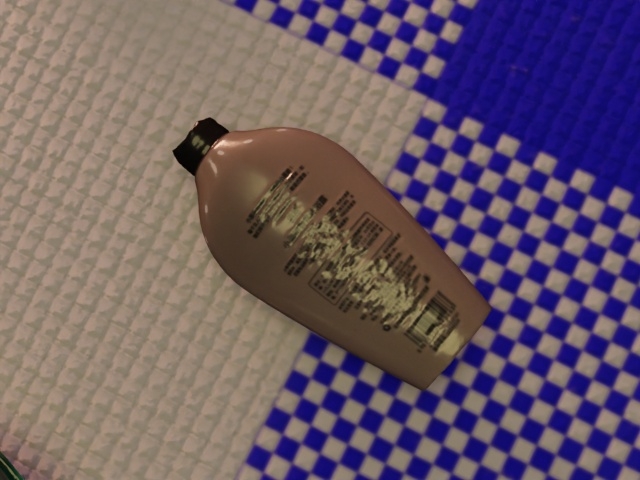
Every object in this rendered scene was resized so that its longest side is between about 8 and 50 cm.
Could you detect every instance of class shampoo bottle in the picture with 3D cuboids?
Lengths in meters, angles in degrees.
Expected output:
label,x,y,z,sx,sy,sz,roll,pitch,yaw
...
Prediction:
label,x,y,z,sx,sy,sz,roll,pitch,yaw
shampoo bottle,0.000,0.000,0.911,0.257,0.078,0.127,39,91,6

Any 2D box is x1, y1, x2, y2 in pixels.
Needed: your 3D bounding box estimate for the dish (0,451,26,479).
label,x,y,z,sx,sy,sz,roll,pitch,yaw
dish,-0.303,0.231,0.896,0.246,0.078,0.224,-19,81,-1
